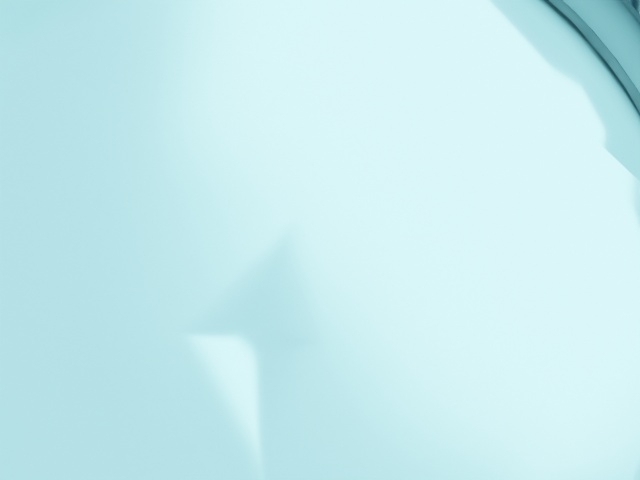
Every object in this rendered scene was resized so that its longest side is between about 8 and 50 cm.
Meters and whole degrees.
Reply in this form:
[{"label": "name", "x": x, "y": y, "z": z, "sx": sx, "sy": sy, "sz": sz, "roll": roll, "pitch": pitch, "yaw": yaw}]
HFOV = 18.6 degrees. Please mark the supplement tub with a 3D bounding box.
[{"label": "supplement tub", "x": 0.000, "y": 0.000, "z": 0.496, "sx": 0.191, "sy": 0.272, "sz": 0.191, "roll": 1, "pitch": 98, "yaw": 6}]
